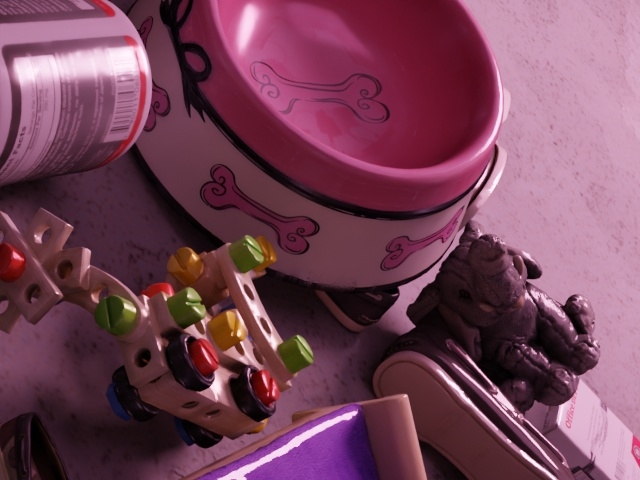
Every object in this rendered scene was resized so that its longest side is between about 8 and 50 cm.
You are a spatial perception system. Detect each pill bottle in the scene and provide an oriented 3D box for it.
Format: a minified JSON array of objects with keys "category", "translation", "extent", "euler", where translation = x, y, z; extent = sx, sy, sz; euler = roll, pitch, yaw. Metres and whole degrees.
[{"category":"pill bottle","translation":[-0.283,-0.122,1.596],"extent":[0.283,0.161,0.161],"euler":[-15,73,-57]}]

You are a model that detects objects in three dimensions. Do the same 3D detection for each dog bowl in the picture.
[{"category":"dog bowl","translation":[0.005,-0.157,1.926],"extent":[0.408,0.150,0.408],"euler":[18,48,-21]}]

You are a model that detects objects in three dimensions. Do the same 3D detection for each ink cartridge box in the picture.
[{"category":"ink cartridge box","translation":[0.293,0.233,2.143],"extent":[0.150,0.063,0.109],"euler":[45,33,-16]}]

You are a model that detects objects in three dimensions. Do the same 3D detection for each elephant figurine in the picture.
[{"category":"elephant figurine","translation":[0.176,0.057,2.014],"extent":[0.239,0.186,0.169],"euler":[47,35,-28]}]

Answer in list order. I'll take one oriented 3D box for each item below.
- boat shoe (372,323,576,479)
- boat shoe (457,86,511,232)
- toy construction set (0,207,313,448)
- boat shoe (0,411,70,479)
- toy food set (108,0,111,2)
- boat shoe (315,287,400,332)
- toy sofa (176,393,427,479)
[{"category":"boat shoe","translation":[0.192,0.219,1.972],"extent":[0.335,0.112,0.095],"euler":[48,36,-5]},{"category":"boat shoe","translation":[0.151,-0.116,2.236],"extent":[0.096,0.116,0.324],"euler":[41,30,-15]},{"category":"toy construction set","translation":[-0.132,0.064,1.632],"extent":[0.327,0.151,0.215],"euler":[15,47,-47]},{"category":"boat shoe","translation":[-0.210,0.205,1.492],"extent":[0.056,0.049,0.152],"euler":[-13,72,-58]},{"category":"toy food set","translation":[-0.253,-0.253,1.831],"extent":[0.218,0.071,0.128],"euler":[42,24,-21]},{"category":"boat shoe","translation":[0.000,0.000,1.960],"extent":[0.206,0.065,0.075],"euler":[49,32,-11]},{"category":"toy sofa","translation":[-0.019,0.238,1.569],"extent":[0.362,0.177,0.150],"euler":[-19,95,-57]}]
